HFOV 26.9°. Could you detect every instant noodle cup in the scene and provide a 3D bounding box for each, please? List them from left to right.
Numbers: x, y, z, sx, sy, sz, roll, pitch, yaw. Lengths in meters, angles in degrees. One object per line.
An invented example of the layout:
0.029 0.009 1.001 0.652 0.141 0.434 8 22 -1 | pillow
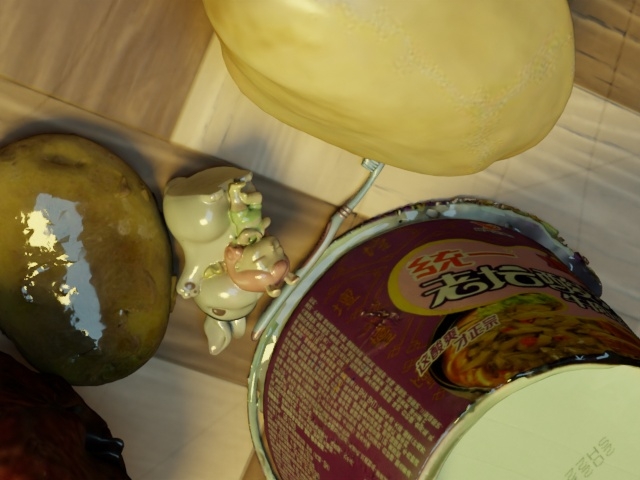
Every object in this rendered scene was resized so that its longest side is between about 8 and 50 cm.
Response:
0.138 0.154 1.029 0.340 0.266 0.339 -4 105 -16 | instant noodle cup

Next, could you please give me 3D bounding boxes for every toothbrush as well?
0.000 0.000 1.069 0.019 0.013 0.193 35 88 -16 | toothbrush

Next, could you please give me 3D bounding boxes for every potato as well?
-0.186 0.021 0.992 0.164 0.081 0.200 -23 109 -9 | potato

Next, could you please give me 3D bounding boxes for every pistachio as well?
0.040 -0.176 0.929 0.238 0.229 0.321 -23 134 35 | pistachio

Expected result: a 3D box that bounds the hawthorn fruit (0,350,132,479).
-0.274 0.251 0.927 0.285 0.284 0.369 36 100 -23 | hawthorn fruit

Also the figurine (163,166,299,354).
-0.070 0.024 1.017 0.081 0.098 0.146 -22 110 -23 | figurine
